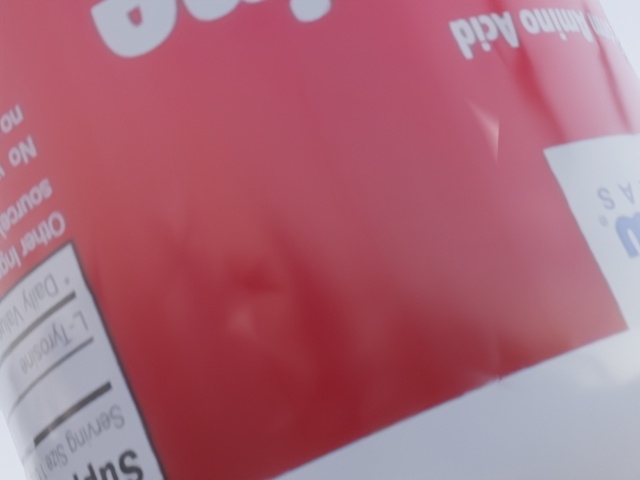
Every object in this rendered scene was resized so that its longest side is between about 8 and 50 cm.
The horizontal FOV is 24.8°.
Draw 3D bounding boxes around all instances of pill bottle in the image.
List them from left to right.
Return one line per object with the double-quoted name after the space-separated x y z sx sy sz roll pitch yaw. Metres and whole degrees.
0.000 0.000 0.474 0.229 0.407 0.229 -23 -13 -6 "pill bottle"
